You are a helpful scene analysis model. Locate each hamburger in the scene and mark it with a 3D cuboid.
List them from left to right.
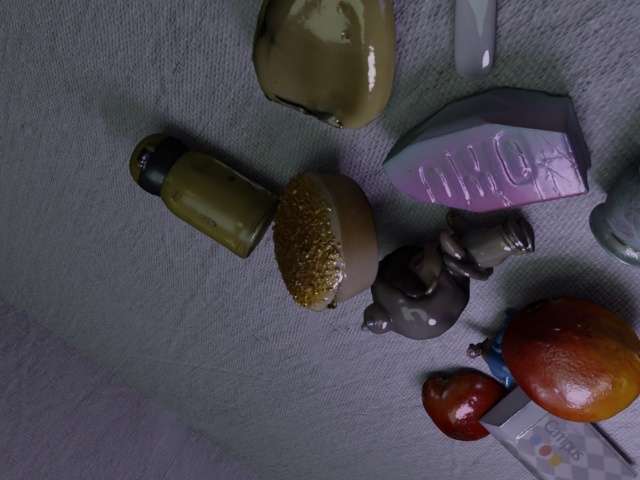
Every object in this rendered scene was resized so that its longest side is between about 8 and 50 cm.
[{"bbox_3d":[0.000,0.000,1.201,0.302,0.170,0.302,168,90,-70],"label":"hamburger"}]

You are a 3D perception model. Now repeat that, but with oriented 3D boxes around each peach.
[{"bbox_3d":[0.514,0.232,1.169,0.281,0.238,0.281,28,149,19],"label":"peach"}]

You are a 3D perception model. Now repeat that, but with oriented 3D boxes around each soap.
[{"bbox_3d":[0.281,-0.150,1.013,0.323,0.109,0.193,-8,127,38],"label":"soap"}]

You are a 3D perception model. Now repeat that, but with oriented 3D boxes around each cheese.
[{"bbox_3d":[0.008,-0.347,0.967,0.259,0.128,0.316,15,145,6],"label":"cheese"}]

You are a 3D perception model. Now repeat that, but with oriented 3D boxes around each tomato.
[{"bbox_3d":[0.386,0.464,1.563,0.200,0.140,0.233,39,139,-20],"label":"tomato"}]

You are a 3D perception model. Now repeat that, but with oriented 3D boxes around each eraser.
[{"bbox_3d":[0.618,0.537,1.499,0.213,0.082,0.397,-42,107,8],"label":"eraser"}]

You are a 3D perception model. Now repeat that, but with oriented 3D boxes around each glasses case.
[{"bbox_3d":[0.242,-0.329,0.900,0.063,0.041,0.164,11,137,24],"label":"glasses case"}]

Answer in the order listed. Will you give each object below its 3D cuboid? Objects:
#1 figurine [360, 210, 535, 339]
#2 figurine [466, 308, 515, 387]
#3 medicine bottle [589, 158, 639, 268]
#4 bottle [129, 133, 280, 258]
[{"bbox_3d":[0.259,0.072,1.194,0.380,0.248,0.203,-36,94,33],"label":"figurine"},{"bbox_3d":[0.423,0.243,1.348,0.144,0.114,0.178,13,126,30],"label":"figurine"},{"bbox_3d":[0.538,-0.045,0.936,0.147,0.147,0.143,25,143,6],"label":"medicine bottle"},{"bbox_3d":[-0.275,-0.120,1.338,0.351,0.171,0.171,33,140,0],"label":"bottle"}]
